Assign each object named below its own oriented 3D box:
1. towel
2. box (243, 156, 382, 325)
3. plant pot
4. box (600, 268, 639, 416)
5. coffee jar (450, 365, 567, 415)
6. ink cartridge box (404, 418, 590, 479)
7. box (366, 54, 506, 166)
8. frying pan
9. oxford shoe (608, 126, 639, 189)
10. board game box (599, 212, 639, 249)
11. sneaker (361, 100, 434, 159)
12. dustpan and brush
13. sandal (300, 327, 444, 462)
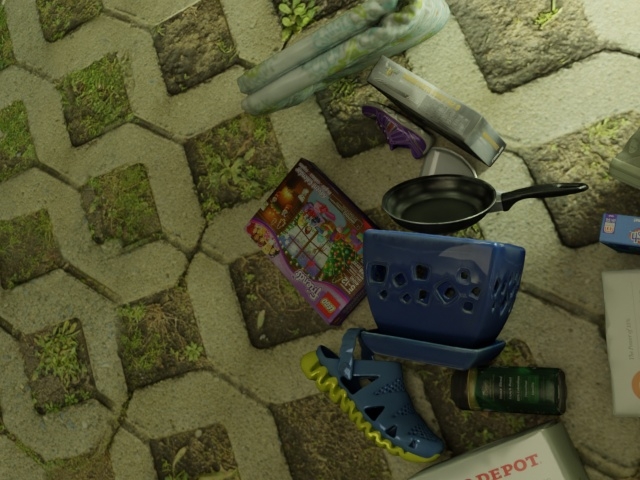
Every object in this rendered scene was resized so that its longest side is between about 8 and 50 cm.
[{"bbox_3d":[0.050,-0.353,1.321,0.374,0.320,0.090,-24,99,23],"label":"towel"},{"bbox_3d":[0.000,0.000,1.431,0.201,0.057,0.293,-50,64,12],"label":"box"},{"bbox_3d":[0.207,0.100,1.215,0.235,0.236,0.212,7,90,27],"label":"plant pot"},{"bbox_3d":[0.606,0.145,1.032,0.345,0.168,0.215,-6,79,26],"label":"box"},{"bbox_3d":[0.318,0.253,1.203,0.184,0.096,0.079,-4,77,26],"label":"coffee jar"},{"bbox_3d":[0.324,0.517,1.118,0.279,0.160,0.385,-29,70,20],"label":"ink cartridge box"},{"bbox_3d":[0.214,-0.234,1.291,0.231,0.183,0.056,39,99,28],"label":"box"},{"bbox_3d":[0.267,-0.077,1.231,0.325,0.197,0.053,-11,118,-6],"label":"frying pan"},{"bbox_3d":[0.586,-0.084,0.987,0.130,0.169,0.449,-68,24,15],"label":"oxford shoe"},{"bbox_3d":[0.524,0.001,1.072,0.160,0.210,0.047,9,90,31],"label":"board game box"},{"bbox_3d":[0.141,-0.219,1.393,0.170,0.068,0.071,39,105,26],"label":"sneaker"},{"bbox_3d":[0.265,-0.092,1.308,0.211,0.060,0.148,15,88,28],"label":"dustpan and brush"},{"bbox_3d":[0.105,0.275,1.299,0.317,0.126,0.138,40,96,25],"label":"sandal"}]
